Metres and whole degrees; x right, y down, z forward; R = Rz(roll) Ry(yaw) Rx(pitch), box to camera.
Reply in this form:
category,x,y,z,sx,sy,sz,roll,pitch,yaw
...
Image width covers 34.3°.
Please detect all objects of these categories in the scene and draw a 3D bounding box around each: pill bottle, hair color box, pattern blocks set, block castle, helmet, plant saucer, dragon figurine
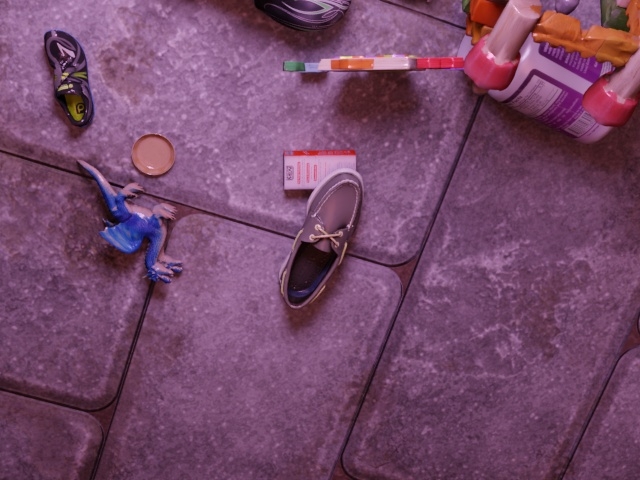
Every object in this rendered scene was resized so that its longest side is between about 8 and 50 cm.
category,x,y,z,sx,sy,sz,roll,pitch,yaw
pill bottle,0.413,-0.314,1.930,0.301,0.169,0.169,25,106,-13
hair color box,-0.002,-0.139,2.026,0.141,0.043,0.072,-1,111,-5
pattern blocks set,0.099,-0.315,1.847,0.324,0.285,0.026,1,98,10
block castle,0.398,-0.418,1.755,0.303,0.453,0.213,15,144,-9
helmet,-0.025,-0.452,1.854,0.161,0.169,0.169,19,109,12
plant saucer,-0.322,-0.169,2.004,0.083,0.015,0.083,-1,110,-3
dragon figurine,-0.376,-0.030,2.013,0.289,0.085,0.144,32,104,-16

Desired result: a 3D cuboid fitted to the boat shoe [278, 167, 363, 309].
category,x,y,z,sx,sy,sz,roll,pitch,yaw
boat shoe,0.004,0.002,2.028,0.109,0.091,0.305,20,117,-14

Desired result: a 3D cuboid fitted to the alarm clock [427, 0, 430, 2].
category,x,y,z,sx,sy,sz,roll,pitch,yaw
alarm clock,0.156,-0.529,1.878,0.192,0.064,0.129,31,114,-23

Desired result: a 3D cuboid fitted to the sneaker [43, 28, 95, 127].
category,x,y,z,sx,sy,sz,roll,pitch,yaw
sneaker,-0.461,-0.298,1.913,0.067,0.078,0.188,-13,110,0
